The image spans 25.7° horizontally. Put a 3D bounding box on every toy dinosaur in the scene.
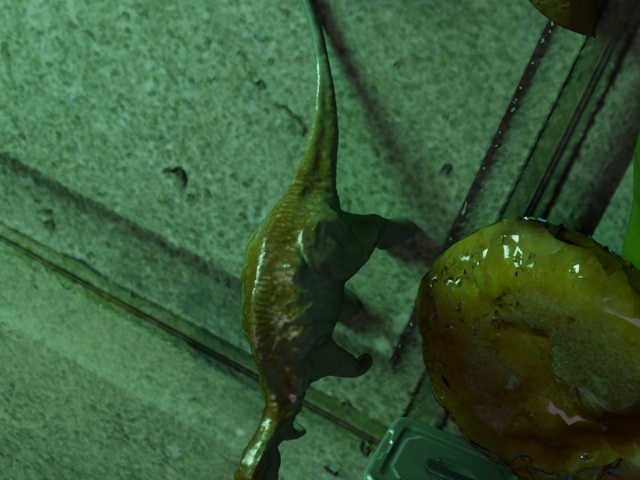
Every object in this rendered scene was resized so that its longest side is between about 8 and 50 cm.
[{"bbox_3d":[0.000,0.000,1.023,0.092,0.205,0.393,7,94,26],"label":"toy dinosaur"}]

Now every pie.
[{"bbox_3d":[0.187,0.098,1.018,0.273,0.069,0.273,25,138,24],"label":"pie"}]

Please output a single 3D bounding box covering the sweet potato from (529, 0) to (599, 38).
[{"bbox_3d":[0.133,-0.221,0.935,0.068,0.060,0.206,-41,112,-1],"label":"sweet potato"}]

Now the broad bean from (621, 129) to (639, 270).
[{"bbox_3d":[0.237,-0.073,0.957,0.098,0.056,0.318,-5,110,22],"label":"broad bean"}]

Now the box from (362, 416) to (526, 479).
[{"bbox_3d":[0.096,0.204,1.111,0.122,0.089,0.062,22,127,12],"label":"box"}]
